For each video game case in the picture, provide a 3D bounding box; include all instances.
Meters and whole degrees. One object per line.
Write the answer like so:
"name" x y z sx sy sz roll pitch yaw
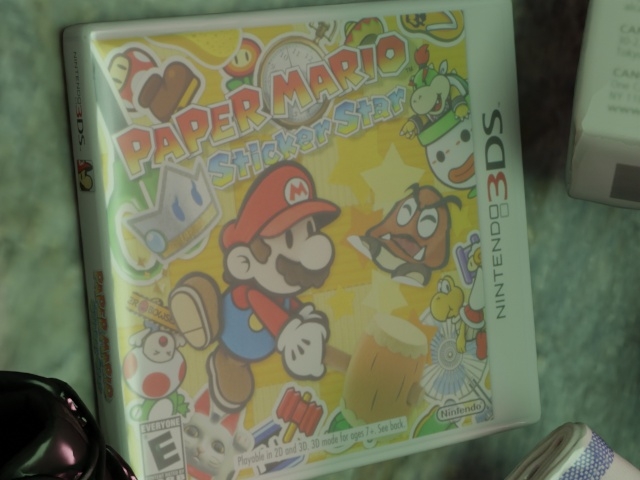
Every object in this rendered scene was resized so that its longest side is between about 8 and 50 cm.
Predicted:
"video game case" 0.000 0.000 0.865 0.227 0.026 0.206 -9 98 -34

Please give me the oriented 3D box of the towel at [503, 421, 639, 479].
"towel" 0.138 0.240 0.917 0.285 0.034 0.209 43 88 -20

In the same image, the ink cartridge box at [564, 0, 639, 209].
"ink cartridge box" 0.296 -0.182 0.930 0.308 0.091 0.385 9 69 8

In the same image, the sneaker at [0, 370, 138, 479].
"sneaker" -0.102 0.120 0.726 0.286 0.109 0.130 24 114 -35
